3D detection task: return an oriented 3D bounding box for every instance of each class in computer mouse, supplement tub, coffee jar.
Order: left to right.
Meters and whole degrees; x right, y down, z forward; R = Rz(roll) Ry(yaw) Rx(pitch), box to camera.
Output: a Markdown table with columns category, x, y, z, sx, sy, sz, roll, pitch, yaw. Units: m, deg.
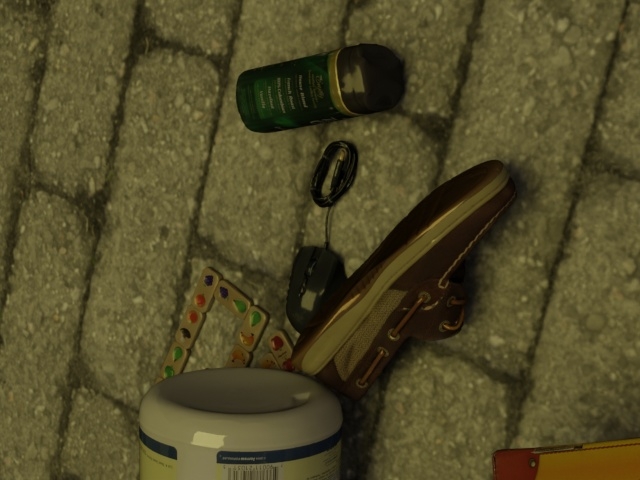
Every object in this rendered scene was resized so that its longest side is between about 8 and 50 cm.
| category | x | y | z | sx | sy | sz | roll | pitch | yaw |
| --- | --- | --- | --- | --- | --- | --- | --- | --- | --- |
| supplement tub | -0.094 | 0.329 | 1.402 | 0.235 | 0.235 | 0.324 | 8 | 101 | 34 |
| computer mouse | 0.000 | 0.000 | 1.432 | 0.071 | 0.041 | 0.242 | 15 | 101 | 34 |
| coffee jar | 0.000 | -0.173 | 1.384 | 0.184 | 0.096 | 0.079 | -7 | 92 | 36 |

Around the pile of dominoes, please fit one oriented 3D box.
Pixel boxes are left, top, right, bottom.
| category | x | y | z | sx | sy | sz | roll | pitch | yaw |
| --- | --- | --- | --- | --- | --- | --- | --- | --- | --- |
| pile of dominoes | -0.135 | 0.189 | 1.543 | 0.196 | 0.040 | 0.251 | 36 | 113 | 28 |

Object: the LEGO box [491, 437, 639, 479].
| category | x | y | z | sx | sy | sz | roll | pitch | yaw |
| --- | --- | --- | --- | --- | --- | --- | --- | --- | --- |
| LEGO box | 0.357 | 0.410 | 1.013 | 0.372 | 0.193 | 0.500 | -17 | 69 | 45 |

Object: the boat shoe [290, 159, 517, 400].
| category | x | y | z | sx | sy | sz | roll | pitch | yaw |
| --- | --- | --- | --- | --- | --- | --- | --- | --- | --- |
| boat shoe | 0.111 | 0.056 | 1.330 | 0.123 | 0.123 | 0.342 | 40 | 115 | -7 |
